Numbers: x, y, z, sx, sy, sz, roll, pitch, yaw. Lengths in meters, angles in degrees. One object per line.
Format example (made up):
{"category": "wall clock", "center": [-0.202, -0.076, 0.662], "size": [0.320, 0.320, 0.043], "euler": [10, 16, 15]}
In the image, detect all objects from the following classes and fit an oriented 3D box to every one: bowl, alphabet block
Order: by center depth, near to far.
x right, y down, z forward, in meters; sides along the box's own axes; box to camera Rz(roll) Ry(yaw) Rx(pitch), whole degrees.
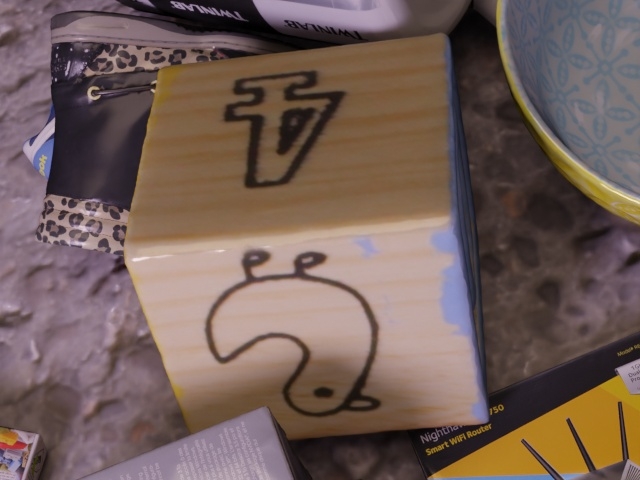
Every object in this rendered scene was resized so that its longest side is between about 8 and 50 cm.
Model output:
{"category": "alphabet block", "center": [0.000, 0.000, 0.927], "size": [0.197, 0.192, 0.193], "euler": [-7, 41, 9]}
{"category": "bowl", "center": [0.265, -0.115, 0.969], "size": [0.290, 0.156, 0.289], "euler": [-3, 68, 7]}

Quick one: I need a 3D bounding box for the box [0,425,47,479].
{"category": "box", "center": [-0.305, 0.172, 0.982], "size": [0.207, 0.036, 0.114], "euler": [9, 59, 5]}

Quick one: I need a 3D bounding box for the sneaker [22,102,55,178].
{"category": "sneaker", "center": [-0.178, -0.106, 1.122], "size": [0.059, 0.053, 0.144], "euler": [28, 70, 26]}

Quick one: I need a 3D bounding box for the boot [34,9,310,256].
{"category": "boot", "center": [-0.095, -0.069, 1.070], "size": [0.236, 0.085, 0.178], "euler": [8, 87, -14]}

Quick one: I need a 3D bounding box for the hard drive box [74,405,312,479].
{"category": "hard drive box", "center": [-0.108, 0.208, 0.864], "size": [0.232, 0.181, 0.089], "euler": [-22, 61, 0]}

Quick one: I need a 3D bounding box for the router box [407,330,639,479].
{"category": "router box", "center": [0.163, 0.151, 0.916], "size": [0.179, 0.046, 0.133], "euler": [-23, 59, -1]}

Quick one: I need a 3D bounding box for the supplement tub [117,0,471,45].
{"category": "supplement tub", "center": [-0.049, -0.250, 1.035], "size": [0.316, 0.193, 0.193], "euler": [13, 65, 29]}

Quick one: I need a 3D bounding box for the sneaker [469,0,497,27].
{"category": "sneaker", "center": [0.254, -0.257, 1.088], "size": [0.331, 0.122, 0.146], "euler": [-29, 70, 2]}
